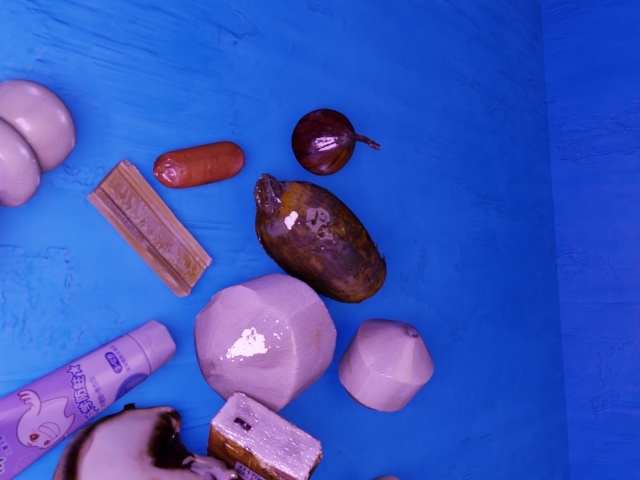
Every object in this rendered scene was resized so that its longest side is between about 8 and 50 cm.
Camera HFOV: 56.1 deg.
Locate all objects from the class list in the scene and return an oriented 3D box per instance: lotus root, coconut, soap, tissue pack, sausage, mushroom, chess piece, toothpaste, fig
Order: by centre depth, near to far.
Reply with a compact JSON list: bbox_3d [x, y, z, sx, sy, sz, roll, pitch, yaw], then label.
[{"bbox_3d":[-0.449,-0.088,0.779,0.182,0.182,0.330,56,42,-29],"label":"chess piece"},{"bbox_3d":[-0.385,0.241,0.892,0.371,0.080,0.125,-31,113,-40],"label":"toothpaste"},{"bbox_3d":[-0.296,0.393,0.937,0.292,0.212,0.217,-7,50,-45],"label":"mushroom"},{"bbox_3d":[-0.103,0.370,1.043,0.183,0.226,0.092,31,52,9],"label":"tissue pack"},{"bbox_3d":[-0.291,-0.018,1.049,0.252,0.037,0.092,55,47,-30],"label":"soap"},{"bbox_3d":[-0.109,0.188,1.091,0.265,0.237,0.238,-22,102,-48],"label":"coconut"},{"bbox_3d":[-0.223,-0.140,1.116,0.197,0.076,0.076,-22,102,-50],"label":"sausage"},{"bbox_3d":[0.000,0.000,1.279,0.397,0.195,0.179,42,50,-36],"label":"lotus root"},{"bbox_3d":[0.013,-0.223,1.346,0.149,0.202,0.148,-31,97,-11],"label":"fig"},{"bbox_3d":[0.155,0.279,1.394,0.202,0.222,0.202,23,29,-14],"label":"coconut"}]

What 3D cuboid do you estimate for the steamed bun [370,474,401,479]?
[{"bbox_3d":[0.116,0.670,1.364,0.200,0.154,0.250,-13,102,-47],"label":"steamed bun"}]
